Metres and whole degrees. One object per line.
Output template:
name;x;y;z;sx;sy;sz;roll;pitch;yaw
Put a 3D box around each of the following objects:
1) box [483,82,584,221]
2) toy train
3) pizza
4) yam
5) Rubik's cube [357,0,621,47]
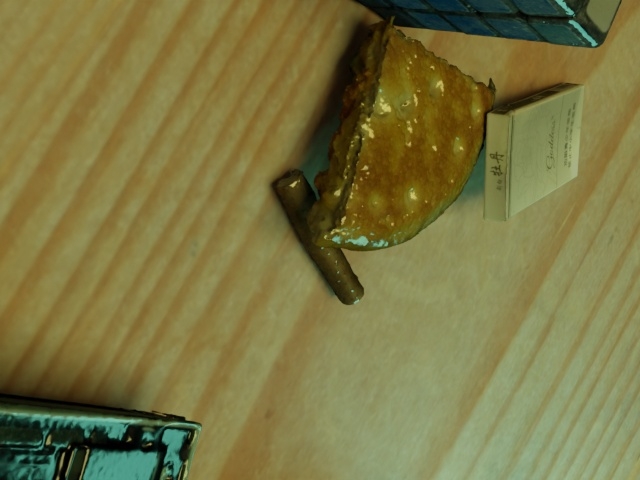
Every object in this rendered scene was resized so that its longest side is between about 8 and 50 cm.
box;0.225;-0.097;0.942;0.198;0.029;0.109;-25;121;-49
toy train;-0.232;0.125;0.534;0.407;0.088;0.086;27;77;-57
pizza;0.068;-0.101;0.805;0.292;0.058;0.197;-44;125;-36
yam;0.000;0.000;0.803;0.032;0.032;0.145;-45;127;-22
Rubik's cube;0.104;-0.302;0.661;0.237;0.237;0.238;23;87;-44
